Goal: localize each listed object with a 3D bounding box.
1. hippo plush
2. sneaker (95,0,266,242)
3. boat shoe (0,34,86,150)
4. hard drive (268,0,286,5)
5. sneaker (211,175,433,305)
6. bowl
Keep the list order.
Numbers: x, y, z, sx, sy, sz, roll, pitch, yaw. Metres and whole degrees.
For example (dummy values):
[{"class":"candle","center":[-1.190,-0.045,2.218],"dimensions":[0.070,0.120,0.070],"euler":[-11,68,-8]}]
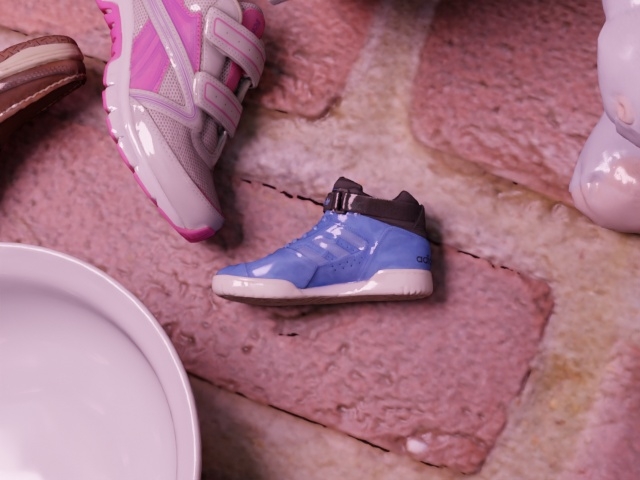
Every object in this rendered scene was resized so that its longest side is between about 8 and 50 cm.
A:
[{"class":"hippo plush","center":[0.271,-0.136,1.098],"dimensions":[0.234,0.236,0.294],"euler":[2,77,11]},{"class":"sneaker","center":[-0.091,-0.124,1.231],"dimensions":[0.111,0.103,0.252],"euler":[-13,75,9]},{"class":"boat shoe","center":[-0.272,-0.054,1.261],"dimensions":[0.257,0.095,0.095],"euler":[-28,87,9]},{"class":"hard drive","center":[0.117,-0.234,1.158],"dimensions":[0.308,0.203,0.040],"euler":[-18,101,11]},{"class":"sneaker","center":[0.000,0.000,1.205],"dimensions":[0.152,0.058,0.084],"euler":[-3,82,5]},{"class":"bowl","center":[-0.208,0.160,1.166],"dimensions":[0.298,0.134,0.297],"euler":[-3,75,10]}]
